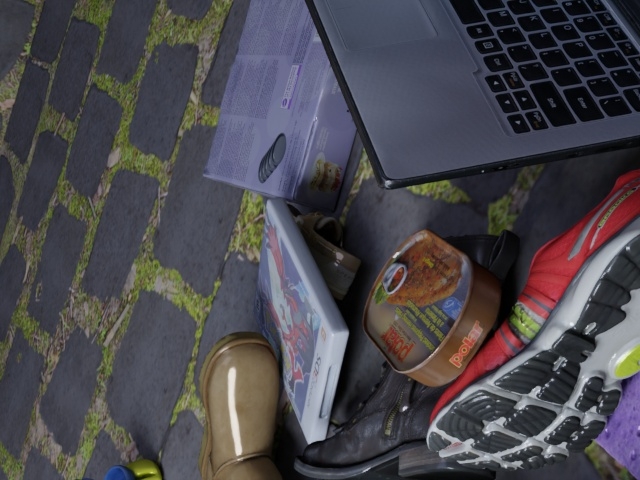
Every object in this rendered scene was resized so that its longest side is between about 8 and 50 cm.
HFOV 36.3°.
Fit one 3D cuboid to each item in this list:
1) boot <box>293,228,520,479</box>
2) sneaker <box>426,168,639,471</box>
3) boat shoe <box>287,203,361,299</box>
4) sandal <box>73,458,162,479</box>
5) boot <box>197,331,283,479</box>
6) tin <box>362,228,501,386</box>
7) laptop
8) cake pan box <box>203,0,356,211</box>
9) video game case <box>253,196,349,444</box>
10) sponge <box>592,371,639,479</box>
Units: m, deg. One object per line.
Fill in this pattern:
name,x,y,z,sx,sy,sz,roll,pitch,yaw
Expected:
boot,0.082,0.114,0.912,0.263,0.091,0.229,-20,56,47
sneaker,0.181,0.065,0.727,0.279,0.107,0.118,-51,21,27
boat shoe,0.000,0.000,1.091,0.059,0.063,0.170,-52,39,12
sandal,-0.257,0.414,1.235,0.126,0.138,0.317,-57,39,23
boot,-0.049,0.261,1.013,0.269,0.089,0.236,-125,34,-51
tin,0.087,0.053,0.795,0.106,0.040,0.190,-54,17,4
laptop,0.194,-0.282,0.761,0.236,0.408,0.382,90,166,-48
cake pan box,-0.037,-0.183,1.203,0.245,0.070,0.267,15,90,55
video game case,-0.027,0.086,1.047,0.183,0.023,0.201,100,153,-42
sponge,0.240,0.104,0.715,0.117,0.031,0.210,-64,34,15
